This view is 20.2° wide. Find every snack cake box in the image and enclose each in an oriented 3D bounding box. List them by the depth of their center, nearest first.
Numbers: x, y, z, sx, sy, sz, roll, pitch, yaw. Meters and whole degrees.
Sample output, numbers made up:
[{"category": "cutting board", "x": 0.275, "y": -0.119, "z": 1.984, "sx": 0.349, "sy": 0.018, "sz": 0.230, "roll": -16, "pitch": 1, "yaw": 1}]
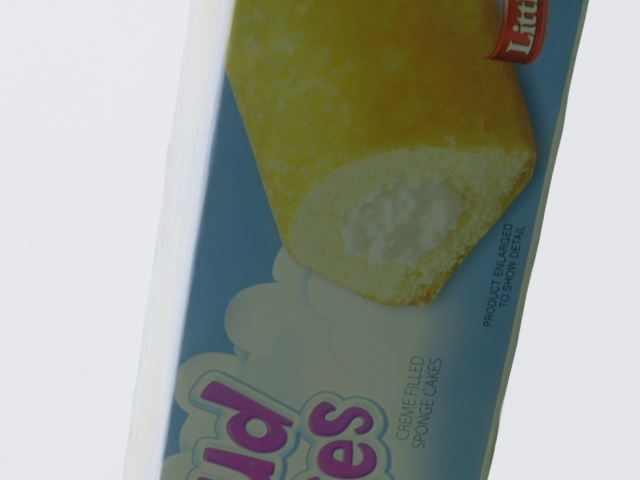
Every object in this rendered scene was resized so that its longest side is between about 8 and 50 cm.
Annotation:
[{"category": "snack cake box", "x": 0.000, "y": 0.000, "z": 0.512, "sx": 0.089, "sy": 0.152, "sz": 0.264, "roll": 7, "pitch": -74, "yaw": -10}]
